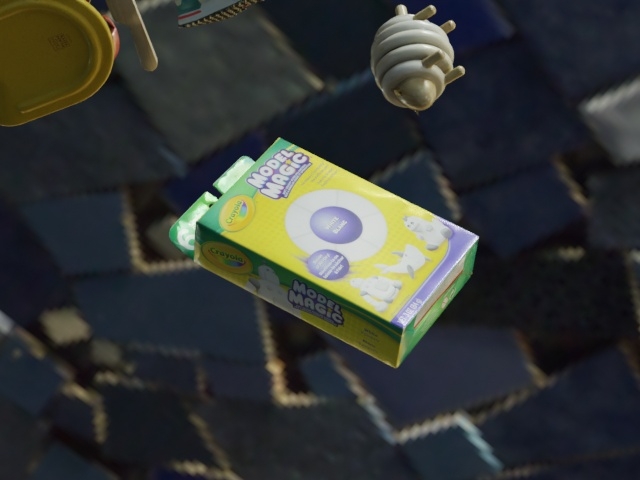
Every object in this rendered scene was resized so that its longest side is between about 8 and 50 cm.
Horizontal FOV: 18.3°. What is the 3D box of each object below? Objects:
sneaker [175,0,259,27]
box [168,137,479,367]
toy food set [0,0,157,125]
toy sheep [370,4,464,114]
[{"bbox_3d":[-0.064,-0.228,1.620,0.161,0.075,0.057,-18,1,39],"label":"sneaker"},{"bbox_3d":[0.000,0.000,1.287,0.105,0.179,0.043,-48,-25,-40],"label":"box"},{"bbox_3d":[-0.249,-0.184,1.768,0.218,0.128,0.071,-18,36,15],"label":"toy food set"},{"bbox_3d":[0.091,-0.181,1.957,0.091,0.091,0.132,-39,40,35],"label":"toy sheep"}]
